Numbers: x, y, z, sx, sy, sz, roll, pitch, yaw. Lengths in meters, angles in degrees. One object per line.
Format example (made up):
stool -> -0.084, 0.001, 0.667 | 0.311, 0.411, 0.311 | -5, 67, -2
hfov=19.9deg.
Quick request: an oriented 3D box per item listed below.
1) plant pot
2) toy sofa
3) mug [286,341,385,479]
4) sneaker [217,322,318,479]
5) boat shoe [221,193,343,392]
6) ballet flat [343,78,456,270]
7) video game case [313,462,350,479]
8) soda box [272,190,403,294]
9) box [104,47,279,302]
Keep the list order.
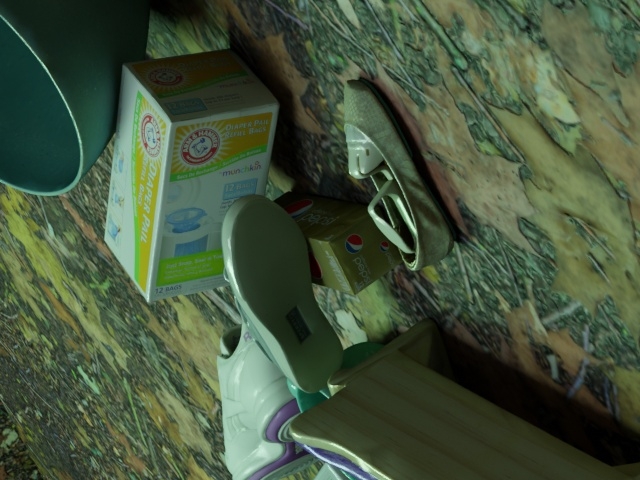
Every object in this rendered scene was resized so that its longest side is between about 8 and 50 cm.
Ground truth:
plant pot -> -0.274, -0.214, 1.718 | 0.290, 0.195, 0.290 | 30, 149, 21
toy sofa -> 0.145, 0.217, 1.521 | 0.362, 0.177, 0.150 | 25, 144, 52
mug -> 0.045, 0.152, 1.752 | 0.157, 0.097, 0.129 | 51, 160, 14
sneaker -> -0.057, 0.177, 2.042 | 0.152, 0.114, 0.305 | 63, 159, 21
boat shoe -> -0.051, 0.044, 1.643 | 0.081, 0.079, 0.227 | 27, 150, 44
ballet flat -> 0.054, -0.051, 1.484 | 0.168, 0.052, 0.057 | 59, 159, -10
video game case -> 0.081, 0.411, 2.162 | 0.300, 0.036, 0.329 | 51, 158, 11
soda box -> 0.000, 0.000, 1.669 | 0.181, 0.061, 0.058 | 14, 134, 61
box -> -0.121, -0.061, 1.669 | 0.103, 0.114, 0.203 | 50, 140, 42
